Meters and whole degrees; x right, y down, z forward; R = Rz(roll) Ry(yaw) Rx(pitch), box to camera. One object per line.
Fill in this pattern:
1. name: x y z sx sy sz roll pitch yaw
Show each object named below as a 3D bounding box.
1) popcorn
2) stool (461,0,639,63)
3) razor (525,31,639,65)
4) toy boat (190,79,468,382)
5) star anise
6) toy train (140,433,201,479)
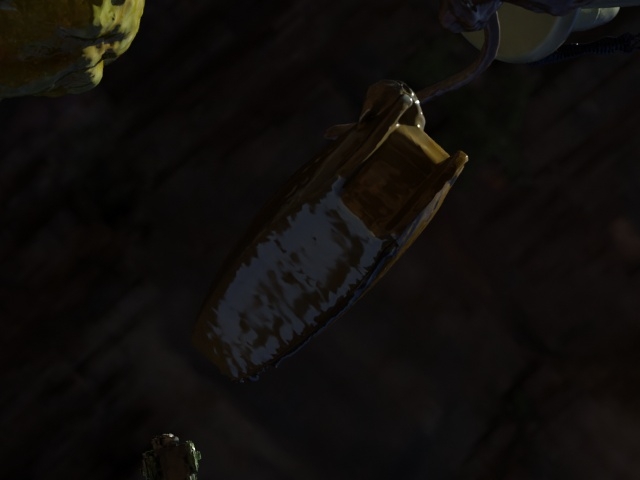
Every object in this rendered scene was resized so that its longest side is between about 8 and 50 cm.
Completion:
1. popcorn: -0.305 -0.253 1.858 0.335 0.279 0.274 3 -109 40
2. stool: 0.233 -0.282 1.789 0.199 0.195 0.195 -20 -176 -31
3. razor: 0.302 -0.218 2.179 0.155 0.044 0.028 -8 -174 0
4. toy boat: 0.000 0.000 1.270 0.121 0.089 0.321 -51 -178 -36
5. star anise: 0.090 -0.124 1.339 0.218 0.227 0.148 22 -136 25
6. toy train: -0.123 0.279 1.752 0.060 0.202 0.081 -12 162 -5
